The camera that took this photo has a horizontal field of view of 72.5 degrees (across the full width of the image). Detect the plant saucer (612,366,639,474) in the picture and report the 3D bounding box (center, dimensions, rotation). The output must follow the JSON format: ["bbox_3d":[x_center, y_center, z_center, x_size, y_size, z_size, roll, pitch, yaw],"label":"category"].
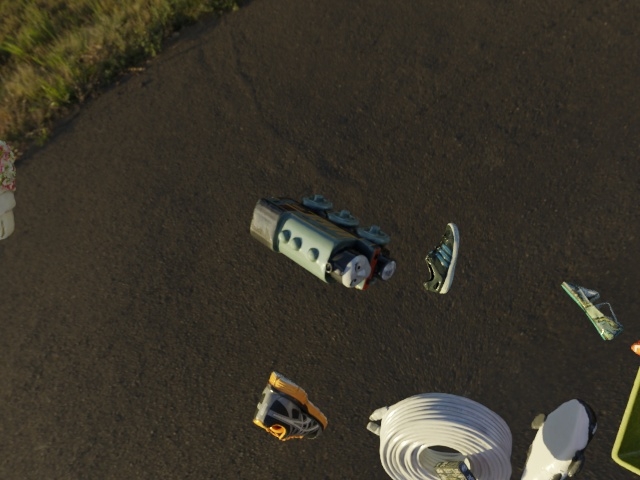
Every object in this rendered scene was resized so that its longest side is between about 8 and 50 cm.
[{"bbox_3d":[0.442,0.192,0.456,0.188,0.045,0.188,17,87,54],"label":"plant saucer"}]

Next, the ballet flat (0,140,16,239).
[{"bbox_3d":[-0.421,-0.009,0.521,0.241,0.077,0.091,-49,18,8],"label":"ballet flat"}]

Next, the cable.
[{"bbox_3d":[0.247,0.416,0.876,0.257,0.089,0.257,40,123,-7],"label":"cable"}]

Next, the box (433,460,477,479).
[{"bbox_3d":[0.254,0.443,0.805,0.018,0.083,0.067,-26,74,-31],"label":"box"}]

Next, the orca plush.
[{"bbox_3d":[0.528,0.484,0.942,0.102,0.151,0.287,23,84,-11],"label":"orca plush"}]

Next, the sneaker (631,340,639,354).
[{"bbox_3d":[0.588,0.193,0.745,0.064,0.175,0.067,-38,69,14],"label":"sneaker"}]

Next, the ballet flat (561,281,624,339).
[{"bbox_3d":[0.717,0.171,1.144,0.070,0.070,0.188,-24,48,5],"label":"ballet flat"}]

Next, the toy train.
[{"bbox_3d":[0.000,0.000,0.948,0.334,0.190,0.142,33,116,37],"label":"toy train"}]

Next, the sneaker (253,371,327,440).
[{"bbox_3d":[-0.055,0.305,0.754,0.084,0.215,0.083,16,59,34],"label":"sneaker"}]

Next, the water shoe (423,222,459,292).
[{"bbox_3d":[0.340,0.046,1.232,0.080,0.073,0.203,9,84,3],"label":"water shoe"}]
